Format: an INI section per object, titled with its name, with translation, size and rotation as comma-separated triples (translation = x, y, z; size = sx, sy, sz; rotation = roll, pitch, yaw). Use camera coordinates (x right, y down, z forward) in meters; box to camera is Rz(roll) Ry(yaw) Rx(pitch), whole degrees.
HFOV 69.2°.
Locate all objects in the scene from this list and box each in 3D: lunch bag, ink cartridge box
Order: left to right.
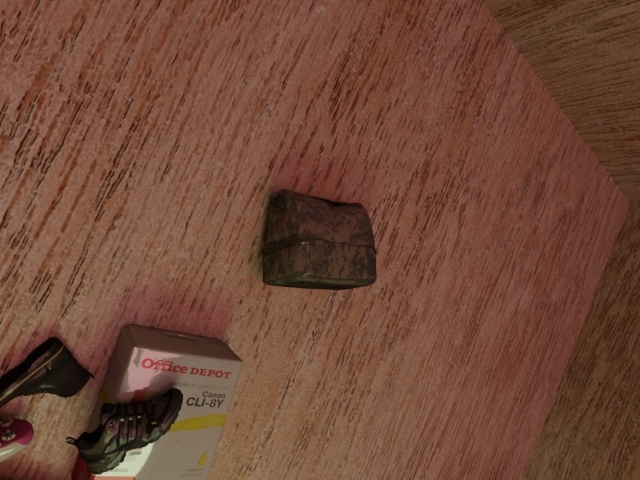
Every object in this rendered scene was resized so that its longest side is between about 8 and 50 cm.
[ink cartridge box]
translation = -0.387, 0.427, 1.120
size = 0.279, 0.160, 0.385
rotation = 18, 88, -33
[lunch bag]
translation = 0.000, 0.000, 1.279
size = 0.305, 0.212, 0.256
rotation = 8, 76, -36

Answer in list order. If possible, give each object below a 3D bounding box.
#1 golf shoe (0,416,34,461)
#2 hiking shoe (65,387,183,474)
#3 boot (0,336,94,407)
[golf shoe]
translation = -0.745, 0.463, 0.937
size = 0.306, 0.115, 0.140
rotation = -14, 115, -24
[hiking shoe]
translation = -0.397, 0.374, 0.961
size = 0.227, 0.086, 0.114
rotation = -36, 115, -19
[boot]
translation = -0.615, 0.329, 1.014
size = 0.198, 0.077, 0.137
rotation = -42, 122, -19
